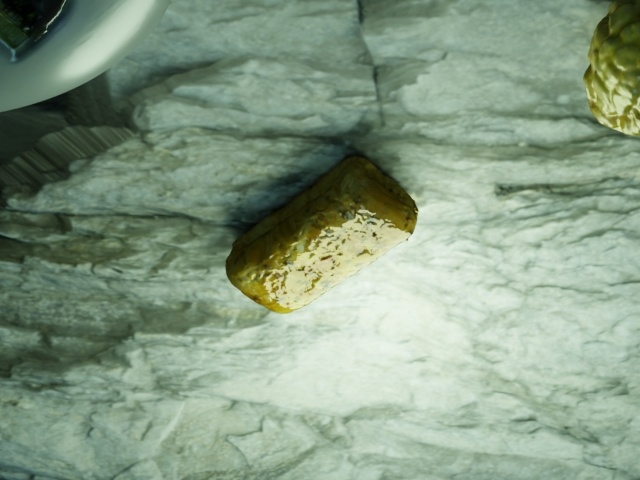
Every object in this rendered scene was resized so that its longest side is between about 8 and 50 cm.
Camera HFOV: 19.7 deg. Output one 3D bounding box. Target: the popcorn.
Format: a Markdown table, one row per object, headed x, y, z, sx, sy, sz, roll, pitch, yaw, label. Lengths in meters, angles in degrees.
| x | y | z | sx | sy | sz | roll | pitch | yaw | label |
| --- | --- | --- | --- | --- | --- | --- | --- | --- | --- |
| 0.348 | -0.169 | 1.816 | 0.180 | 0.180 | 0.170 | -6 | 93 | 5 | popcorn |

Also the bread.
| x | y | z | sx | sy | sz | roll | pitch | yaw | label |
| --- | --- | --- | --- | --- | --- | --- | --- | --- | --- |
| 0.000 | 0.000 | 1.996 | 0.211 | 0.083 | 0.114 | -35 | 127 | 28 | bread |

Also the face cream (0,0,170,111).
| x | y | z | sx | sy | sz | roll | pitch | yaw | label |
| --- | --- | --- | --- | --- | --- | --- | --- | --- | --- |
| -0.273 | -0.283 | 1.650 | 0.357 | 0.219 | 0.312 | -36 | 121 | 23 | face cream |
